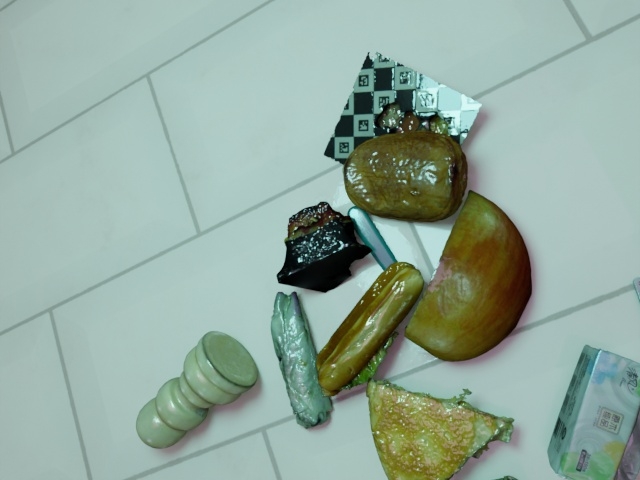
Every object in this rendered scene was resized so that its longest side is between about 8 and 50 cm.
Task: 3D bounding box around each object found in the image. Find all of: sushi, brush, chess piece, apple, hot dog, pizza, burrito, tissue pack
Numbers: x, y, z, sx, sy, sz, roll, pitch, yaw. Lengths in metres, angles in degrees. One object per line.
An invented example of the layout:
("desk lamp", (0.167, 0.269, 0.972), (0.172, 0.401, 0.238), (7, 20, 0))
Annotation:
("sushi", (0.000, 0.000, 1.190), (0.172, 0.153, 0.150), (-41, 51, 31))
("brush", (0.124, 0.005, 1.208), (0.043, 0.032, 0.193), (-34, 85, 7))
("chess piece", (-0.302, 0.358, 1.235), (0.300, 0.167, 0.167), (-43, 71, 15))
("apple", (0.298, 0.076, 1.067), (0.179, 0.254, 0.346), (21, 85, 52))
("hot dog", (0.180, -0.135, 1.143), (0.272, 0.122, 0.196), (3, 98, 37))
("sushi", (0.183, -0.253, 1.215), (0.290, 0.050, 0.264), (31, 111, 19))
("pizza", (0.247, 0.399, 1.080), (0.288, 0.075, 0.279), (-13, 83, 19))
("burrito", (-0.054, 0.265, 1.205), (0.096, 0.066, 0.309), (-18, 77, 10))
("hot dog", (0.104, 0.193, 1.136), (0.100, 0.135, 0.337), (36, 95, -12))
("tissue pack", (0.515, 0.319, 0.955), (0.145, 0.159, 0.229), (18, 88, 20))

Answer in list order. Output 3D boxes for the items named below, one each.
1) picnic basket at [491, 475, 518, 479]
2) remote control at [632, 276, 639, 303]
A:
("picnic basket", (0.319, 0.525, 0.969), (0.154, 0.196, 0.134), (-18, 76, 15))
("remote control", (0.642, 0.156, 1.011), (0.050, 0.027, 0.184), (-14, 73, 15))
